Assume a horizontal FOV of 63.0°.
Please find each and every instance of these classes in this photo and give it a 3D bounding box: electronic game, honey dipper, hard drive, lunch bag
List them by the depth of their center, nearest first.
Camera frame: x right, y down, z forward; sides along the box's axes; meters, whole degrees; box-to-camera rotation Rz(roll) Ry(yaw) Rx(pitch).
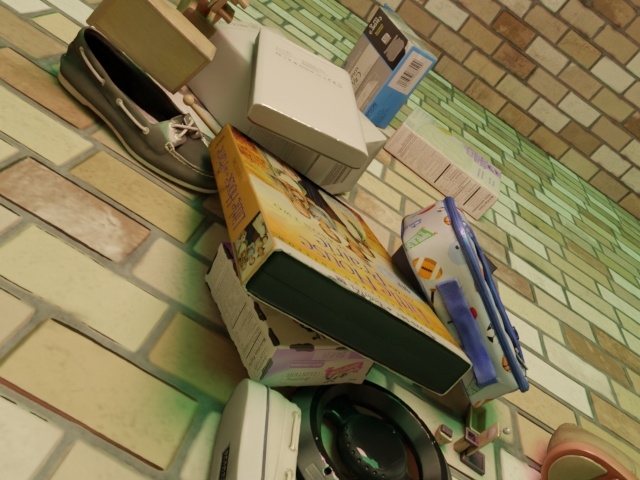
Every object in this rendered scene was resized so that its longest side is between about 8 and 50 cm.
[{"bbox_3d":[0.060,0.252,0.624,0.229,0.048,0.229,25,26,-13],"label":"electronic game"},{"bbox_3d":[0.224,0.094,0.808,0.303,0.115,0.243,64,13,-12],"label":"lunch bag"},{"bbox_3d":[-0.186,-0.190,0.893,0.160,0.031,0.030,49,13,-52],"label":"honey dipper"},{"bbox_3d":[-0.025,-0.260,0.923,0.203,0.040,0.307,21,37,-21],"label":"hard drive"}]

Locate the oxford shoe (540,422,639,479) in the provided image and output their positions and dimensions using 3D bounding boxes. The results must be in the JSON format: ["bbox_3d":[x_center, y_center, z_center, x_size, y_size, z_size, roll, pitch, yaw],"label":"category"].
[{"bbox_3d":[0.507,0.428,0.763,0.397,0.140,0.146,47,26,12],"label":"oxford shoe"}]

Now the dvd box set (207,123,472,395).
[{"bbox_3d":[0.000,0.000,0.721,0.308,0.062,0.420,33,15,-28],"label":"dvd box set"}]

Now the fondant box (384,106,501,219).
[{"bbox_3d":[0.360,-0.231,1.504,0.330,0.096,0.238,38,31,-1],"label":"fondant box"}]

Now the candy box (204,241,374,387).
[{"bbox_3d":[-0.038,0.094,0.677,0.165,0.070,0.196,9,30,-38],"label":"candy box"}]

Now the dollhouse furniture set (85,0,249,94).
[{"bbox_3d":[-0.250,-0.387,0.868,0.161,0.212,0.242,40,35,-32],"label":"dollhouse furniture set"}]

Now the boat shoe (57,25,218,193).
[{"bbox_3d":[-0.279,-0.208,0.834,0.335,0.095,0.112,39,32,3],"label":"boat shoe"}]

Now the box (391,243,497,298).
[{"bbox_3d":[0.244,0.045,1.031,0.156,0.093,0.158,47,32,15],"label":"box"}]

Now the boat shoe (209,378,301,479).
[{"bbox_3d":[-0.057,0.252,0.473,0.088,0.096,0.267,27,28,-19],"label":"boat shoe"}]

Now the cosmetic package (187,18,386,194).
[{"bbox_3d":[-0.079,-0.269,1.056,0.385,0.156,0.217,50,36,17],"label":"cosmetic package"}]

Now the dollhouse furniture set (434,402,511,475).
[{"bbox_3d":[0.228,0.253,0.757,0.091,0.081,0.114,36,32,-3],"label":"dollhouse furniture set"}]

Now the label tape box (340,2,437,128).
[{"bbox_3d":[0.163,-0.542,1.559,0.115,0.249,0.347,10,41,-37],"label":"label tape box"}]
